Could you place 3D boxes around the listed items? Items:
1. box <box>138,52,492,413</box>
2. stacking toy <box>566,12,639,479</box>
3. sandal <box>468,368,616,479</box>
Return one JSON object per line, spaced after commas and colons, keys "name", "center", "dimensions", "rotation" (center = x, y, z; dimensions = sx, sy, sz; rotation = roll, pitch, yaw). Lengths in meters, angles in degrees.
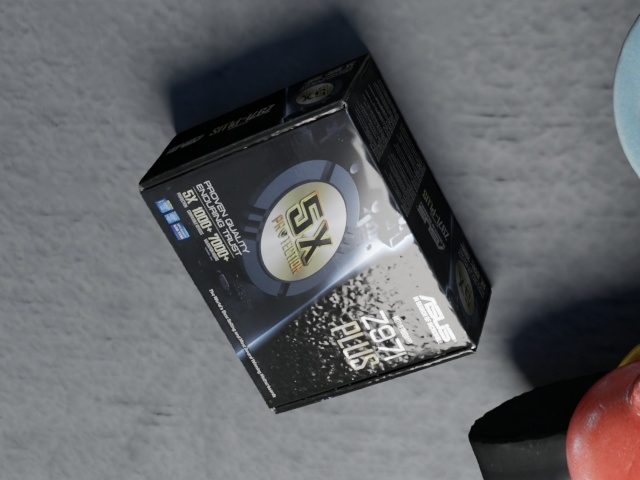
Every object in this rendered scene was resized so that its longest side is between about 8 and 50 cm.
{"name": "box", "center": [0.000, 0.000, 0.921], "dimensions": [0.147, 0.077, 0.180], "rotation": [-20, 111, 24]}
{"name": "stacking toy", "center": [0.254, 0.019, 0.693], "dimensions": [0.280, 0.130, 0.309], "rotation": [10, 95, 32]}
{"name": "sandal", "center": [0.284, 0.052, 0.829], "dimensions": [0.446, 0.167, 0.107], "rotation": [-16, 96, 23]}
